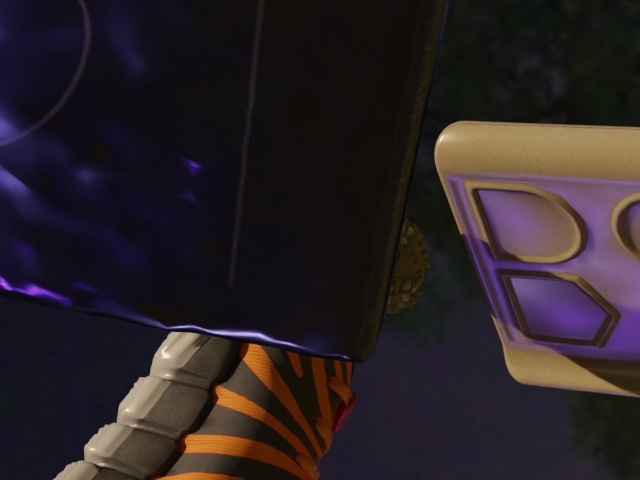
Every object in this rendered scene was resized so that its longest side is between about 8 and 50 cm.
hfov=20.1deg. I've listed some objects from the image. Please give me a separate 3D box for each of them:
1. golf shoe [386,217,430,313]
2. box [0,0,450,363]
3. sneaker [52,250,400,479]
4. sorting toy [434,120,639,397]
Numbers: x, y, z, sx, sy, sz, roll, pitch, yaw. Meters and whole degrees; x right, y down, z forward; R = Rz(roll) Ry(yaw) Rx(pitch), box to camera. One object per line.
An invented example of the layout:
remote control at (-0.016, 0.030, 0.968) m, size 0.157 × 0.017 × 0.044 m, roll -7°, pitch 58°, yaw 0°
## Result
golf shoe at (0.000, 0.000, 1.224) m, size 0.176 × 0.086 × 0.069 m, roll 22°, pitch -96°, yaw -44°
box at (-0.162, -0.251, 0.539) m, size 0.480 × 0.472 × 0.297 m, roll 100°, pitch -177°, yaw -48°
sneaker at (-0.016, 0.131, 0.860) m, size 0.321 × 0.180 × 0.124 m, roll -52°, pitch -16°, yaw -26°
sorting toy at (0.242, 0.017, 1.182) m, size 0.041 × 0.307 × 0.229 m, roll -59°, pitch -39°, yaw -39°
